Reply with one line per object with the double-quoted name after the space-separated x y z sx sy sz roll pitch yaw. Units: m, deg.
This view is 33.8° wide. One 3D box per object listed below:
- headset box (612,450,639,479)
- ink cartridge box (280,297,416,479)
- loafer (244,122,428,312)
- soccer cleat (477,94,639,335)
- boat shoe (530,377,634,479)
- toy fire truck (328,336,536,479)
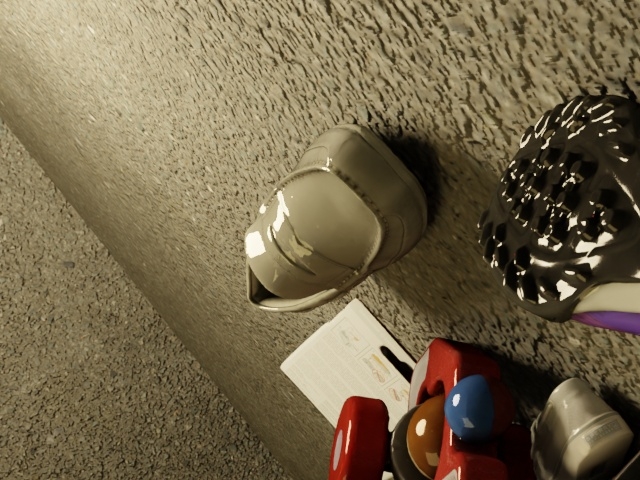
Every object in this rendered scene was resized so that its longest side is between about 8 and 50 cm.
0.276 0.287 0.777 0.218 0.110 0.293 42 163 23 "headset box"
0.070 0.160 1.171 0.189 0.066 0.232 48 143 4 "ink cartridge box"
0.000 0.000 0.829 0.112 0.111 0.319 47 164 5 "loafer"
0.172 0.006 0.435 0.116 0.109 0.318 24 179 -19 "soccer cleat"
0.188 0.157 0.805 0.063 0.066 0.184 61 176 27 "boat shoe"
0.099 0.218 0.830 0.169 0.302 0.254 12 155 -5 "toy fire truck"
